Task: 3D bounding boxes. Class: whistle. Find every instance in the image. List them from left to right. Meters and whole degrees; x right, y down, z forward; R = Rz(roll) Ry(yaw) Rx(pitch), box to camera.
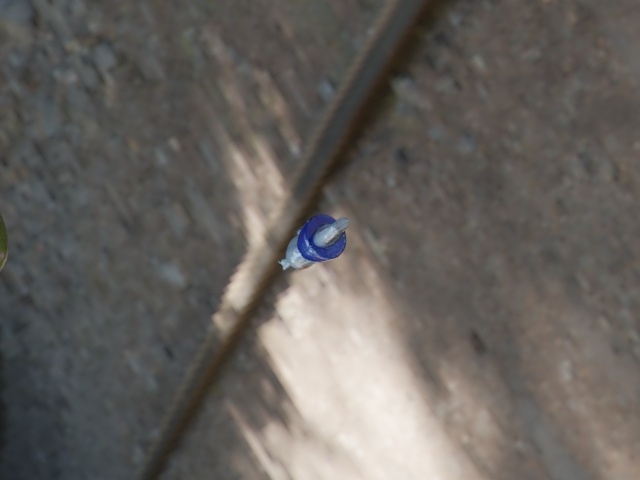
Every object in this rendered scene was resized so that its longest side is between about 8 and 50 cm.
[{"bbox_3d":[0.000,0.000,1.193,0.029,0.033,0.083,57,155,1],"label":"whistle"}]

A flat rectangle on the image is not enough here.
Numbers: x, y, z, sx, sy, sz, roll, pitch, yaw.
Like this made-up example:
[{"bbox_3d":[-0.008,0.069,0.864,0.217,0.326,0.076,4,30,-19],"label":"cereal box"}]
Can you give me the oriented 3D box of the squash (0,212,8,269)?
[{"bbox_3d":[-0.210,-0.050,0.923,0.183,0.052,0.052,49,162,11],"label":"squash"}]
